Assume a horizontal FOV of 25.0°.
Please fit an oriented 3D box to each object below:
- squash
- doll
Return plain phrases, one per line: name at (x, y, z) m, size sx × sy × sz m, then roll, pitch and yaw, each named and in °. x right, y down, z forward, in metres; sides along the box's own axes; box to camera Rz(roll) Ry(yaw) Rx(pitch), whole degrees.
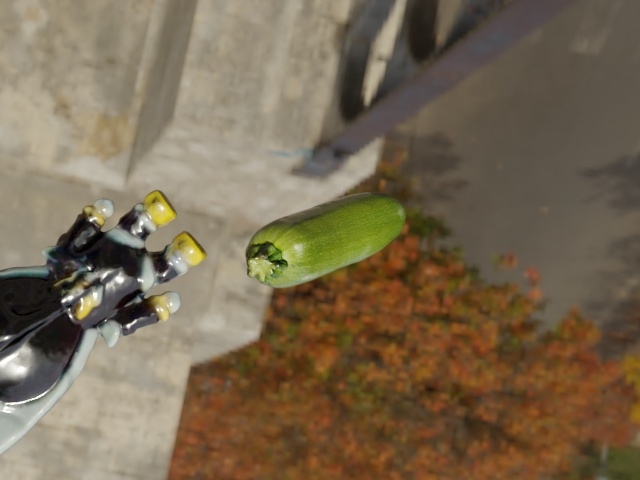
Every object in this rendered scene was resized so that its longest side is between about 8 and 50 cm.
squash at (0.000, 0.000, 1.350) m, size 0.069 × 0.069 × 0.258 m, roll 4°, pitch -167°, yaw 33°
doll at (-0.254, 0.068, 1.306) m, size 0.145 × 0.316 × 0.103 m, roll 58°, pitch 170°, yaw -23°
